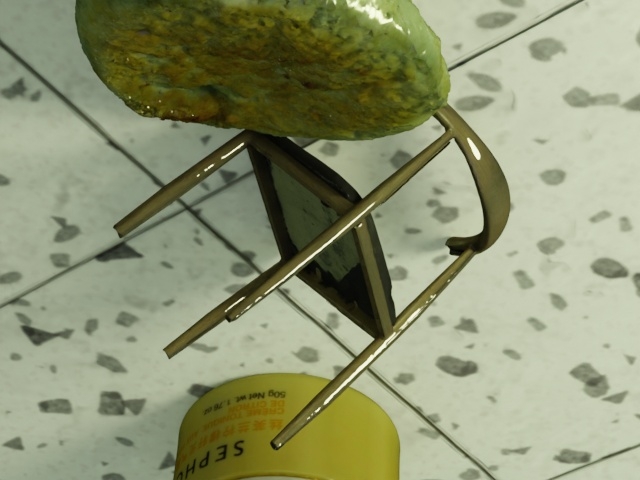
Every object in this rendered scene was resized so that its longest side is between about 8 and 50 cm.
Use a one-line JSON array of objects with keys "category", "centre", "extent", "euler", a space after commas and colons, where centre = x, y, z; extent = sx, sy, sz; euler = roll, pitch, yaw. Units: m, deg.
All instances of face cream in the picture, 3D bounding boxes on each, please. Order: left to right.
[{"category": "face cream", "centre": [-0.034, 0.257, 1.722], "extent": [0.218, 0.179, 0.218], "euler": [2, 137, 2]}]

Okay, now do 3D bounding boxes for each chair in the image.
[{"category": "chair", "centre": [0.000, 0.000, 1.476], "extent": [0.272, 0.166, 0.188], "euler": [-36, 138, -20]}]

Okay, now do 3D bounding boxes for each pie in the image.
[{"category": "pie", "centre": [-0.043, -0.144, 1.321], "extent": [0.277, 0.078, 0.277], "euler": [6, 160, 2]}]
